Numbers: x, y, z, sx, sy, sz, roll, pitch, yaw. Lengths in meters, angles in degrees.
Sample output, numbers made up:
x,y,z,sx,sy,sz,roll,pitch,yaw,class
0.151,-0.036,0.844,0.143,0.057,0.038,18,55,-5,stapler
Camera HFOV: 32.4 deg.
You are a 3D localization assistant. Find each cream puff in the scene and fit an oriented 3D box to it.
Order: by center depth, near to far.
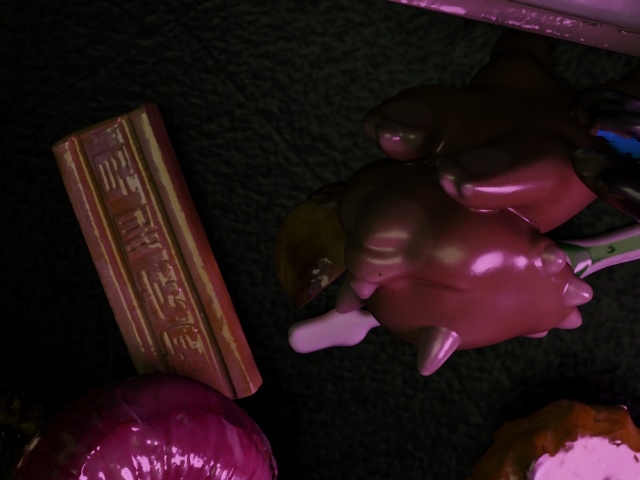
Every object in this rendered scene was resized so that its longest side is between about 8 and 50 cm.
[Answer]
x,y,z,sx,sy,sz,roll,pitch,yaw,class
0.171,0.182,0.813,0.146,0.116,0.146,-1,92,-15,cream puff

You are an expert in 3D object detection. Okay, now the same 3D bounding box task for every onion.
x,y,z,sx,sy,sz,roll,pitch,yaw,class
-0.145,0.208,0.852,0.230,0.163,0.230,-8,107,-27,onion

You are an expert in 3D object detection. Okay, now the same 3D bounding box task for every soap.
x,y,z,sx,sy,sz,roll,pitch,yaw,class
-0.134,0.018,0.901,0.092,0.037,0.252,-21,93,15,soap

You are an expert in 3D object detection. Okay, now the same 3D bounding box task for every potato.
x,y,z,sx,sy,sz,roll,pitch,yaw,class
0.000,0.000,0.829,0.096,0.103,0.066,-43,89,15,potato

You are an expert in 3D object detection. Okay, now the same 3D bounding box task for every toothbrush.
x,y,z,sx,sy,sz,roll,pitch,yaw,class
0.170,0.020,0.818,0.418,0.040,0.042,-17,91,17,toothbrush

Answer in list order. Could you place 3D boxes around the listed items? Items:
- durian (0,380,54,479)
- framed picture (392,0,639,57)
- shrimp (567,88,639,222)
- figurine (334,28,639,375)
x,y,z,sx,sy,sz,roll,pitch,yaw,class
-0.338,0.208,0.883,0.258,0.258,0.293,-20,87,17,durian
0.197,-0.242,0.686,0.335,0.022,0.247,9,105,-21,framed picture
0.368,-0.049,0.661,0.446,0.110,0.221,0,106,-11,shrimp
0.118,-0.018,0.751,0.177,0.247,0.173,20,129,26,figurine
